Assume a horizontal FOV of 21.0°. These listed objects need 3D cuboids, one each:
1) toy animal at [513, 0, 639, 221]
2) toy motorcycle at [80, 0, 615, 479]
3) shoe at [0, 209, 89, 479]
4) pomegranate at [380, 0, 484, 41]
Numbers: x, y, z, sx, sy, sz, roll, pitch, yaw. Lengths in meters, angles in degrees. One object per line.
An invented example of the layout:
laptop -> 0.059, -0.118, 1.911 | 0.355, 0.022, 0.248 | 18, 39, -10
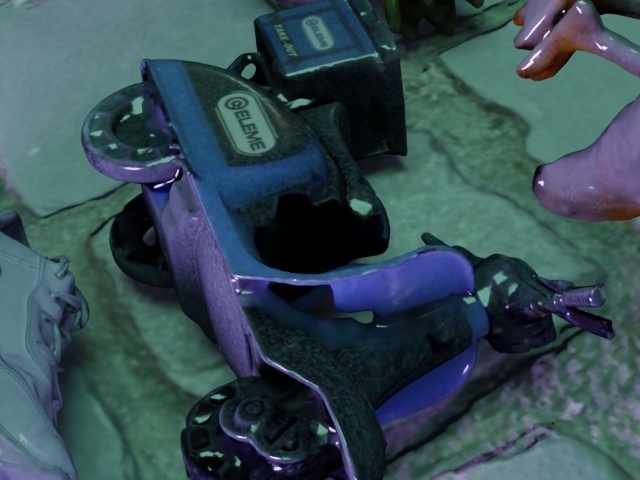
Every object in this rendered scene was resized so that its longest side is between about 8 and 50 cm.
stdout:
toy animal -> 0.233, -0.051, 0.765 | 0.302, 0.284, 0.225 | 25, 51, -2
toy motorcycle -> 0.000, 0.000, 0.919 | 0.213, 0.125, 0.358 | -16, 42, -9
shoe -> -0.172, 0.063, 0.911 | 0.138, 0.095, 0.245 | -34, 41, -19
pomegranate -> 0.033, -0.236, 1.142 | 0.187, 0.187, 0.225 | -20, 70, -9
